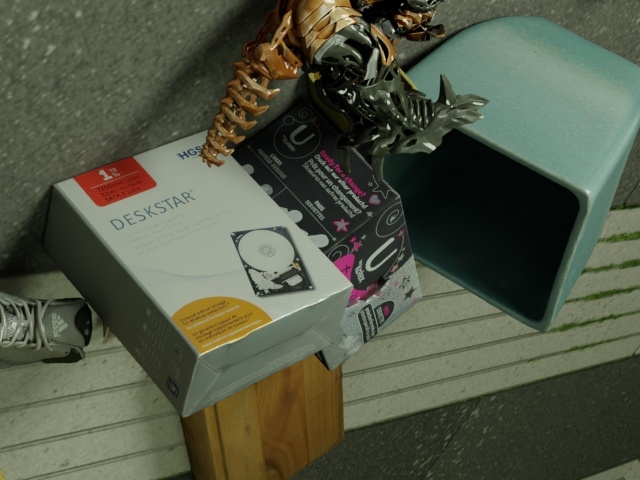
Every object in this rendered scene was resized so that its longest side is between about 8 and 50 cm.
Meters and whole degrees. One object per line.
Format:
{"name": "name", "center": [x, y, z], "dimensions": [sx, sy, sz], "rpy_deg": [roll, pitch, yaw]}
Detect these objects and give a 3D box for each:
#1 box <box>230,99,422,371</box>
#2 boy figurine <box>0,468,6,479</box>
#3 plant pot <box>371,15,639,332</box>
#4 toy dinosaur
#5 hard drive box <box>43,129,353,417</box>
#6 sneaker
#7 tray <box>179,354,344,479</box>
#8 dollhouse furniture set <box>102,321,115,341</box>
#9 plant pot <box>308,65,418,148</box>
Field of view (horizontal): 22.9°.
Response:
{"name": "box", "center": [0.000, 0.000, 1.658], "dimensions": [0.142, 0.163, 0.247], "rpy_deg": [-39, 154, -9]}
{"name": "boy figurine", "center": [-0.319, 0.195, 1.371], "dimensions": [0.092, 0.285, 0.177], "rpy_deg": [-42, 150, -3]}
{"name": "plant pot", "center": [0.226, -0.105, 1.750], "dimensions": [0.252, 0.248, 0.247], "rpy_deg": [-49, 160, -33]}
{"name": "toy dinosaur", "center": [0.023, -0.181, 1.449], "dimensions": [0.322, 0.164, 0.218], "rpy_deg": [-34, 111, 9]}
{"name": "hard drive box", "center": [-0.116, 0.025, 1.458], "dimensions": [0.181, 0.232, 0.089], "rpy_deg": [-24, 147, -35]}
{"name": "sneaker", "center": [-0.274, 0.066, 1.404], "dimensions": [0.132, 0.086, 0.229], "rpy_deg": [-3, 169, 16]}
{"name": "tray", "center": [-0.070, 0.189, 1.942], "dimensions": [0.203, 0.076, 0.411], "rpy_deg": [-33, 153, -19]}
{"name": "dollhouse furniture set", "center": [-0.171, 0.106, 1.670], "dimensions": [0.114, 0.081, 0.091], "rpy_deg": [-21, 146, -37]}
{"name": "plant pot", "center": [0.039, -0.140, 1.607], "dimensions": [0.081, 0.081, 0.083], "rpy_deg": [-34, 163, -18]}
